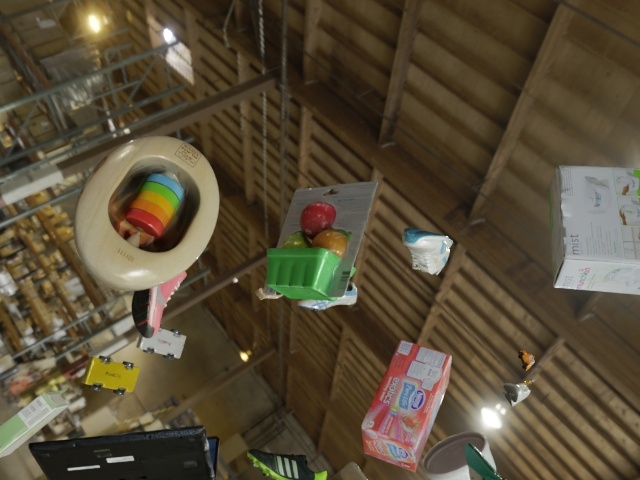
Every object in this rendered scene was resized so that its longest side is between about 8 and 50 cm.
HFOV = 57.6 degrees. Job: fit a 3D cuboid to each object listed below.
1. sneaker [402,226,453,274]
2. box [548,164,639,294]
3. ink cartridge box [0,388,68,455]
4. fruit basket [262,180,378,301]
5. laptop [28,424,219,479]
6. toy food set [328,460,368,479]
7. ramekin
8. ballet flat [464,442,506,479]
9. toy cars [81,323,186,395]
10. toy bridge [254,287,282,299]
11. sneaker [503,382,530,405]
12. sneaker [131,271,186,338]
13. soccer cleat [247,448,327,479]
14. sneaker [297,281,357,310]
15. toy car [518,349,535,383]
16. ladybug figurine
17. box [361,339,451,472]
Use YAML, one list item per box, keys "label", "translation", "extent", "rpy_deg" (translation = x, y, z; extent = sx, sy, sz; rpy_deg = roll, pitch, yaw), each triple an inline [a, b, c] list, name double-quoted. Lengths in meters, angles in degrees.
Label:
- label: "sneaker"
  translation: [0.244, 0.026, 1.331]
  extent: [0.087, 0.092, 0.228]
  rpy_deg: [17, -1, 30]
- label: "box"
  translation: [0.628, -0.028, 1.264]
  extent: [0.230, 0.262, 0.127]
  rpy_deg: [3, -35, 12]
- label: "ink cartridge box"
  translation: [-0.695, 0.437, 1.407]
  extent: [0.056, 0.171, 0.235]
  rpy_deg: [49, -16, 5]
- label: "fruit basket"
  translation: [0.000, 0.000, 1.668]
  extent: [0.326, 0.353, 0.165]
  rpy_deg: [-2, -33, 42]
- label: "laptop"
  translation: [-0.285, 0.316, 0.913]
  extent: [0.137, 0.234, 0.264]
  rpy_deg: [-102, -170, -46]
- label: "toy food set"
  translation: [0.034, 0.733, 1.468]
  extent: [0.220, 0.306, 0.092]
  rpy_deg: [49, -35, 23]
- label: "ramekin"
  translation: [0.413, 0.666, 1.705]
  extent: [0.109, 0.207, 0.207]
  rpy_deg: [63, -25, -2]
- label: "ballet flat"
  translation: [0.430, 0.616, 1.462]
  extent: [0.247, 0.087, 0.083]
  rpy_deg: [38, -11, 47]
- label: "toy cars"
  translation: [-0.601, 0.370, 1.864]
  extent: [0.087, 0.393, 0.177]
  rpy_deg: [5, -67, 33]
- label: "toy bridge"
  translation: [-0.145, 0.159, 1.976]
  extent: [0.026, 0.188, 0.063]
  rpy_deg: [-36, -92, 36]
- label: "sneaker"
  translation: [0.522, 0.397, 1.542]
  extent: [0.054, 0.061, 0.152]
  rpy_deg: [62, 2, 25]
- label: "sneaker"
  translation: [-0.439, 0.118, 1.636]
  extent: [0.115, 0.136, 0.314]
  rpy_deg: [-17, -113, 49]
- label: "soccer cleat"
  translation: [-0.070, 0.478, 1.229]
  extent: [0.178, 0.072, 0.060]
  rpy_deg: [22, -35, 20]
- label: "sneaker"
  translation: [0.022, 0.194, 2.013]
  extent: [0.085, 0.237, 0.086]
  rpy_deg: [-1, -84, 57]
- label: "toy car"
  translation: [0.597, 0.363, 1.679]
  extent: [0.060, 0.040, 0.122]
  rpy_deg: [-103, 174, -46]
- label: "ladybug figurine"
  translation: [-0.410, -0.063, 1.383]
  extent: [0.305, 0.449, 0.162]
  rpy_deg: [36, -41, -15]
- label: "box"
  translation: [0.238, 0.439, 1.573]
  extent: [0.154, 0.300, 0.142]
  rpy_deg: [13, -44, 22]
